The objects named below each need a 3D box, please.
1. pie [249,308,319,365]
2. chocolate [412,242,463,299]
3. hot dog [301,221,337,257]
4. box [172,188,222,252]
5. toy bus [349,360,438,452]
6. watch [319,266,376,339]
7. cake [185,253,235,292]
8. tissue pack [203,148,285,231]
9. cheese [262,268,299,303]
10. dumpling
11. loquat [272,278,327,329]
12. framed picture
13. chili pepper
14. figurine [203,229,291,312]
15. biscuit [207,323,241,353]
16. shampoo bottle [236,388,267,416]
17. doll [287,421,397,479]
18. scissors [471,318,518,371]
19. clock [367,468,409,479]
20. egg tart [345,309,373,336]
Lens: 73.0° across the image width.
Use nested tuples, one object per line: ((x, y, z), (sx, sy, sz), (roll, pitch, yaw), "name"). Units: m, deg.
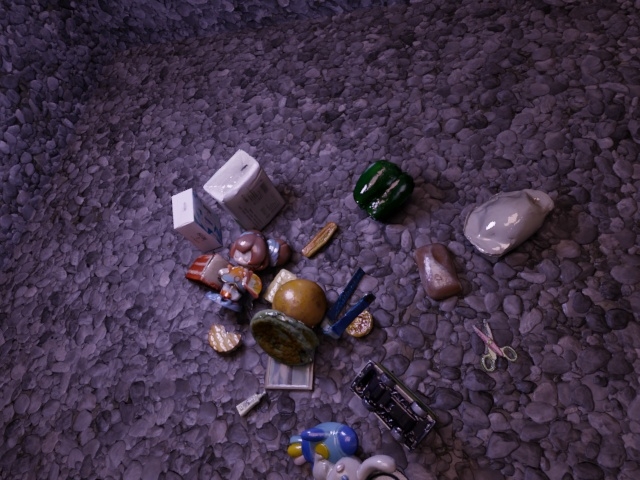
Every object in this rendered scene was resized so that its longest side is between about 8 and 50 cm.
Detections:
((-0.152, 0.394, 1.748), (0.303, 0.302, 0.067), (9, 38, 22), "pie")
((0.484, 0.116, 1.806), (0.161, 0.083, 0.261), (-19, 58, 6), "chocolate")
((0.000, 0.000, 2.051), (0.066, 0.047, 0.215), (39, 80, 16), "hot dog")
((-0.614, -0.095, 2.173), (0.116, 0.274, 0.203), (-21, 57, 9), "box")
((0.272, 0.586, 1.568), (0.305, 0.179, 0.143), (39, 96, 31), "toy bus")
((0.103, 0.263, 1.820), (0.274, 0.068, 0.276), (-50, 14, 12), "watch")
((-0.539, 0.160, 2.146), (0.262, 0.160, 0.158), (-3, 56, 57), "cake")
((-0.359, -0.226, 2.108), (0.194, 0.356, 0.266), (36, 78, 30), "tissue pack")
((-0.175, 0.223, 1.962), (0.123, 0.094, 0.167), (29, 75, 31), "cheese")
((0.758, -0.097, 1.780), (0.341, 0.181, 0.260), (-54, 48, 12), "dumpling")
((-0.090, 0.271, 1.818), (0.235, 0.235, 0.234), (-8, 61, 14), "loquat")
((-0.123, 0.486, 1.849), (0.213, 0.016, 0.289), (-4, 62, 17), "framed picture")
((0.280, -0.225, 1.973), (0.233, 0.248, 0.256), (41, 91, 19), "chili pepper")
((-0.337, 0.133, 2.003), (0.277, 0.248, 0.387), (20, 80, 24), "figurine")
((-0.435, 0.450, 1.948), (0.183, 0.061, 0.118), (19, 72, 28), "biscuit")
((-0.281, 0.670, 1.795), (0.141, 0.034, 0.049), (-36, 51, -3), "shampoo bottle")
((0.039, 0.778, 1.521), (0.376, 0.187, 0.365), (-39, 49, -4), "doll")
((0.644, 0.392, 1.641), (0.134, 0.020, 0.187), (-26, 59, 9), "scissors")
((0.225, 0.896, 1.499), (0.215, 0.042, 0.214), (-8, 61, 14), "clock")
((0.160, 0.343, 1.810), (0.131, 0.052, 0.130), (-9, 61, 16), "egg tart")
